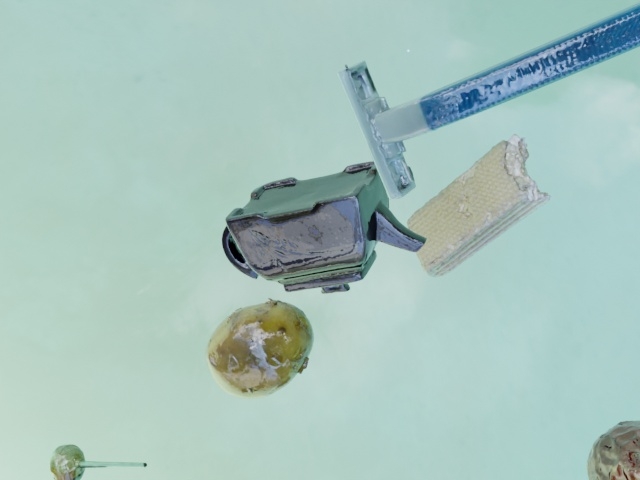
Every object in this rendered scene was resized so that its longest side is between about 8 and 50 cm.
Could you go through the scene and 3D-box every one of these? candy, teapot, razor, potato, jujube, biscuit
[{"bbox_3d":[-0.325,0.330,1.334,0.202,0.061,0.061,-9,102,35],"label":"candy"},{"bbox_3d":[0.000,0.000,0.760,0.177,0.087,0.096,-10,111,23],"label":"teapot"},{"bbox_3d":[0.107,-0.082,0.410,0.191,0.037,0.068,-21,102,9],"label":"razor"},{"bbox_3d":[-0.095,0.164,1.360,0.176,0.137,0.137,-42,95,13],"label":"potato"},{"bbox_3d":[0.493,0.354,1.290,0.183,0.243,0.183,-2,100,-10],"label":"jujube"},{"bbox_3d":[0.228,-0.048,1.359,0.239,0.061,0.108,-41,54,36],"label":"biscuit"}]
